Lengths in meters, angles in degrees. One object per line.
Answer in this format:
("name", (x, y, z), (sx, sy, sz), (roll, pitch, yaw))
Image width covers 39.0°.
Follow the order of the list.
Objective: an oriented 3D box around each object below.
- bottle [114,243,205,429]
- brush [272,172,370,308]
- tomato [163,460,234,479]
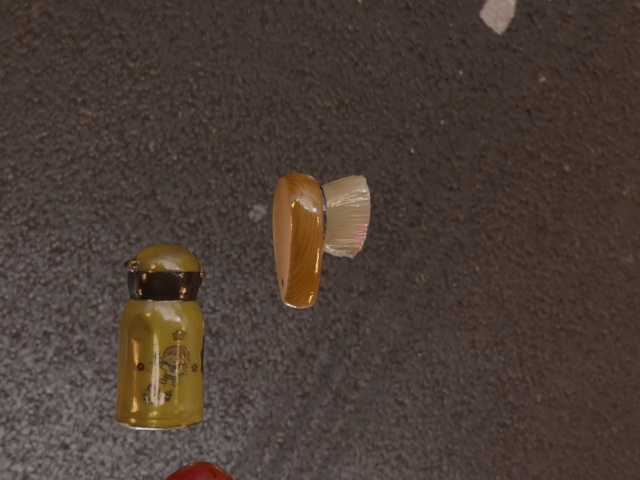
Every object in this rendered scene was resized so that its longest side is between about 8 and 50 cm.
("bottle", (-0.306, 0.181, 1.757), (0.172, 0.171, 0.351), (3, 90, -5))
("brush", (0.000, 0.000, 1.756), (0.166, 0.174, 0.266), (3, 83, -16))
("tomato", (-0.215, 0.476, 1.626), (0.156, 0.069, 0.155), (2, 80, -10))
